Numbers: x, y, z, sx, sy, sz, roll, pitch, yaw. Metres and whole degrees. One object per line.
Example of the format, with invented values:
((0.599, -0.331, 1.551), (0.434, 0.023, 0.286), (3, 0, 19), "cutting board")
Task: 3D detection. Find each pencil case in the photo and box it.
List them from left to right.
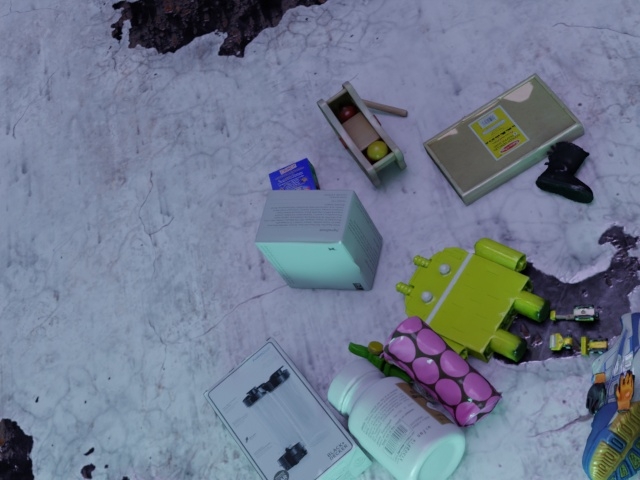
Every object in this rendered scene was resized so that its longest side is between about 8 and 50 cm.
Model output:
((0.201, 0.226, 1.751), (0.209, 0.095, 0.098), (43, 98, 17), "pencil case")

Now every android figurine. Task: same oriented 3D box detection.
((0.263, 0.108, 1.855), (0.273, 0.056, 0.248), (27, 74, 32), "android figurine")

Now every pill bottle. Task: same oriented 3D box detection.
((0.122, 0.305, 1.742), (0.131, 0.131, 0.229), (-46, 53, -8), "pill bottle")

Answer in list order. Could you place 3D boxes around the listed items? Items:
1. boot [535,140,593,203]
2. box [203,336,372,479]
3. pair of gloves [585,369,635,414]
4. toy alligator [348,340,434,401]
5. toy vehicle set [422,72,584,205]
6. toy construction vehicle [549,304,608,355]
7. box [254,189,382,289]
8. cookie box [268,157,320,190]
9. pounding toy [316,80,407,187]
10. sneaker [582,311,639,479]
((0.467, -0.128, 1.920), (0.121, 0.045, 0.099), (22, 67, 33), "boot")
((-0.061, 0.330, 1.836), (0.169, 0.087, 0.290), (-41, 53, -4), "box")
((0.447, 0.233, 1.598), (0.083, 0.010, 0.074), (-17, 44, 47), "pair of gloves")
((0.136, 0.226, 1.842), (0.190, 0.056, 0.051), (29, 32, 26), "toy alligator")
((0.353, -0.199, 2.019), (0.267, 0.035, 0.166), (-32, 52, 3), "toy vehicle set")
((0.440, 0.155, 1.762), (0.098, 0.035, 0.086), (-6, 68, 24), "toy construction vehicle")
((0.000, 0.000, 1.958), (0.182, 0.181, 0.119), (1, 60, 24), "box")
((-0.050, -0.106, 2.137), (0.092, 0.040, 0.107), (-22, 54, 10), "cookie box")
((0.100, -0.249, 2.090), (0.155, 0.154, 0.269), (-35, 53, 1), "pounding toy")
((0.483, 0.248, 1.653), (0.131, 0.112, 0.296), (13, 65, 53), "sneaker")
